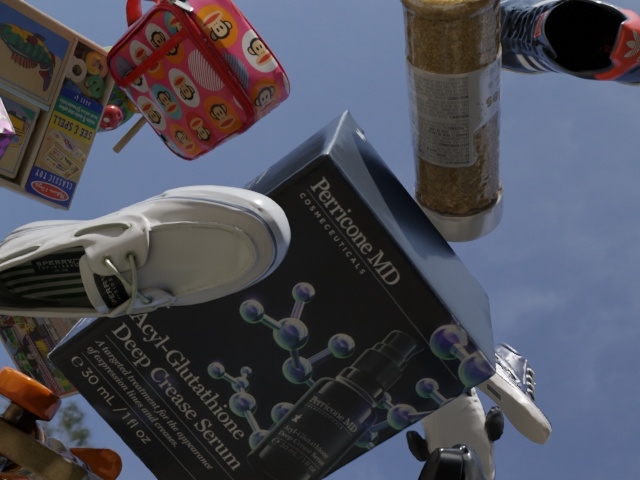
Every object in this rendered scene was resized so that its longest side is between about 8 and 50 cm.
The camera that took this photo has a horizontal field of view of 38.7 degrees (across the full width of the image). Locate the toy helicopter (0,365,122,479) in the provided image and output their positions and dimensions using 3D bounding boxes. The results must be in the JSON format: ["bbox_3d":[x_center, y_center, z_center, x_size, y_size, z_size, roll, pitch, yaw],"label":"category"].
[{"bbox_3d":[-0.303,0.305,1.140,0.355,0.140,0.235,35,-22,-11],"label":"toy helicopter"}]

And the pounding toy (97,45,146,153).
[{"bbox_3d":[-0.383,-0.258,1.780,0.183,0.237,0.110,-49,-121,-1],"label":"pounding toy"}]

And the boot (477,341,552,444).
[{"bbox_3d":[0.323,0.238,1.468,0.190,0.086,0.069,47,-29,36],"label":"boot"}]

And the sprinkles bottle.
[{"bbox_3d":[0.168,-0.163,1.140,0.121,0.121,0.355,22,-39,31],"label":"sprinkles bottle"}]

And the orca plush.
[{"bbox_3d":[0.180,0.267,1.418,0.287,0.151,0.102,54,-12,8],"label":"orca plush"}]

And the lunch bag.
[{"bbox_3d":[-0.202,-0.268,1.389,0.258,0.120,0.293,53,-30,-12],"label":"lunch bag"}]

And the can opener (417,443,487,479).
[{"bbox_3d":[0.102,0.272,0.834,0.073,0.059,0.186,15,-80,-12],"label":"can opener"}]

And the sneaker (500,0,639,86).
[{"bbox_3d":[0.341,-0.311,1.354,0.350,0.148,0.131,19,-80,47],"label":"sneaker"}]

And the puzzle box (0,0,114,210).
[{"bbox_3d":[-0.501,-0.234,1.346,0.052,0.409,0.272,12,-99,40],"label":"puzzle box"}]

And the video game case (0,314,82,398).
[{"bbox_3d":[-0.471,0.184,1.610,0.183,0.023,0.201,-18,-74,21],"label":"video game case"}]

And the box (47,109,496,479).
[{"bbox_3d":[-0.045,0.098,1.043,0.395,0.212,0.293,-36,-79,17],"label":"box"}]

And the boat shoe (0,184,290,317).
[{"bbox_3d":[-0.131,0.022,0.610,0.226,0.076,0.083,-11,-66,23],"label":"boat shoe"}]

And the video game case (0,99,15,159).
[{"bbox_3d":[-0.453,-0.135,1.082,0.232,0.042,0.210,-46,-117,37],"label":"video game case"}]
